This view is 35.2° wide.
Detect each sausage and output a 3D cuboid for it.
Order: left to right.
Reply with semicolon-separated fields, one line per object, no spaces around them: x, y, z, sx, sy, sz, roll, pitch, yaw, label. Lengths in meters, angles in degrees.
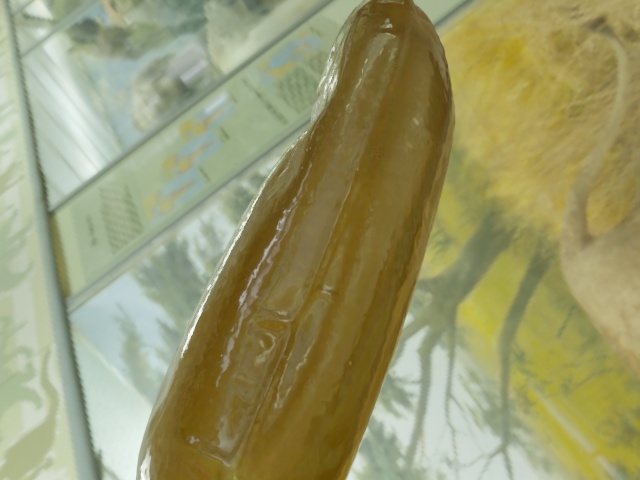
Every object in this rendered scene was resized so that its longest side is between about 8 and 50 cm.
0.005;0.001;0.586;0.116;0.354;0.134;20;162;6;sausage
